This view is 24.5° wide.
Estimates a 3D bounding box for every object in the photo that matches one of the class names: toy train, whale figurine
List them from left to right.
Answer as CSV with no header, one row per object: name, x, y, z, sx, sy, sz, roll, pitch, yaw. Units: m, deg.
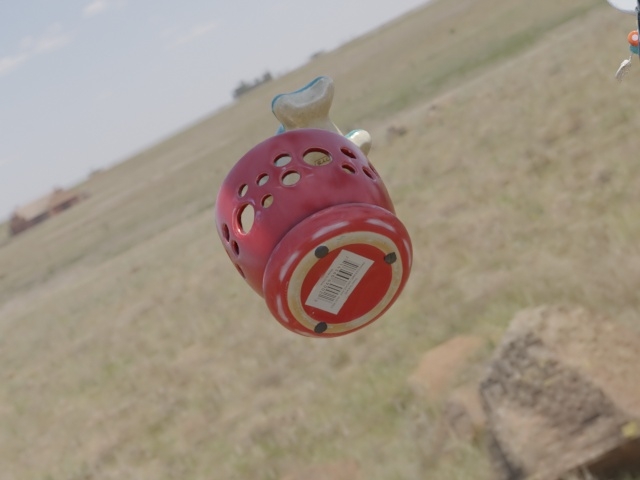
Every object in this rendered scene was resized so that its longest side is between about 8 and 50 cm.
whale figurine,-0.027,-0.125,2.210,0.216,0.272,0.141,-27,41,-22
toy train,0.451,-0.275,1.945,0.166,0.046,0.125,-48,-23,-35

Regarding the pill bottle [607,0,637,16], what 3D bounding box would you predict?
pill bottle,0.609,-0.409,2.280,0.361,0.204,0.204,3,-15,-38

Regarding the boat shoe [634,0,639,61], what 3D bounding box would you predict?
boat shoe,0.394,-0.282,1.729,0.084,0.233,0.079,-1,-19,-24

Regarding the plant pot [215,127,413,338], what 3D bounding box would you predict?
plant pot,0.000,0.000,1.602,0.191,0.191,0.174,-28,42,-5
